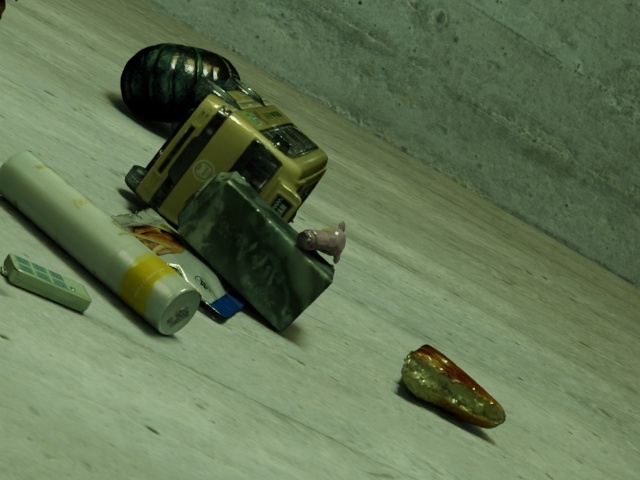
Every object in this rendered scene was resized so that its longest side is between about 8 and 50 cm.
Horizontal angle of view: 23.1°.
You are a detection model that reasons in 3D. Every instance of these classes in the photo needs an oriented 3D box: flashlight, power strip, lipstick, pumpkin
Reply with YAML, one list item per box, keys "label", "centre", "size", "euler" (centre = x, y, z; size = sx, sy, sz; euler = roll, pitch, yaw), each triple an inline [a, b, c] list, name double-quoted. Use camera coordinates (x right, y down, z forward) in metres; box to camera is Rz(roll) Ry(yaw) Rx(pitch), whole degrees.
- label: "flashlight"
  centre: [0.000, 0.000, 1.808]
  size: [0.031, 0.052, 0.110]
  euler: [11, 2, 24]
- label: "power strip"
  centre: [-0.253, 0.039, 1.452]
  size: [0.090, 0.016, 0.040]
  euler: [26, 12, -29]
- label: "lipstick"
  centre: [-0.230, -0.001, 1.591]
  size: [0.264, 0.059, 0.059]
  euler: [37, 12, 28]
- label: "pumpkin"
  centre: [-0.219, -0.240, 2.455]
  size: [0.194, 0.150, 0.194]
  euler: [32, 0, 0]

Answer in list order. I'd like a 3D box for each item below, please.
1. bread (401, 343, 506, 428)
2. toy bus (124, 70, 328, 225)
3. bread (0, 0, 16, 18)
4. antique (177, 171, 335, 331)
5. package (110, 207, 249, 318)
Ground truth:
- label: "bread"
  centre: [0.142, 0.166, 1.912]
  size: [0.154, 0.054, 0.136]
  euler: [34, 11, -23]
- label: "toy bus"
  centre: [-0.107, -0.094, 2.052]
  size: [0.202, 0.177, 0.365]
  euler: [39, 10, 2]
- label: "bread"
  centre: [-0.556, -0.354, 1.912]
  size: [0.314, 0.191, 0.370]
  euler: [38, 16, 7]
- label: "antique"
  centre: [-0.078, 0.007, 1.806]
  size: [0.183, 0.088, 0.086]
  euler: [44, 9, -6]
- label: "package"
  centre: [-0.154, 0.023, 1.769]
  size: [0.173, 0.027, 0.171]
  euler: [38, 9, 4]
